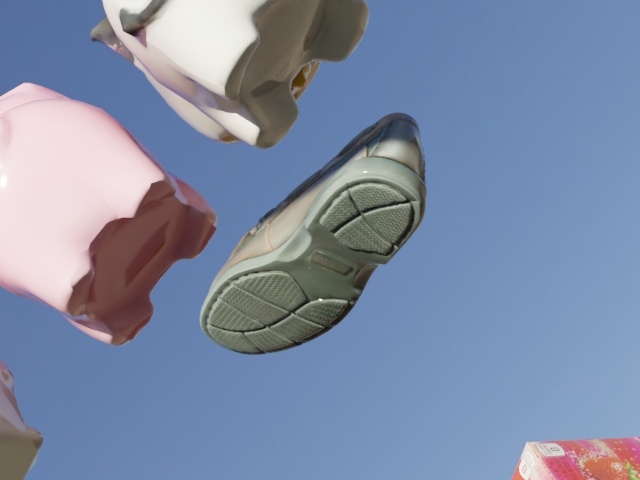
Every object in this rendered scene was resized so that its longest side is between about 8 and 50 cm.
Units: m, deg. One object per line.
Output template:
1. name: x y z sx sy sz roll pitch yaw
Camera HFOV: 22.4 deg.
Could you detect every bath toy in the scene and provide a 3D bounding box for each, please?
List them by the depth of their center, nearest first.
1. bath toy: -0.094 -0.033 0.610 0.348 0.129 0.151 -52 -20 -9

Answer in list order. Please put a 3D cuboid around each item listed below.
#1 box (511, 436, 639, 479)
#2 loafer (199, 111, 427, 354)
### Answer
1. box: 0.229 0.267 1.137 0.122 0.257 0.128 1 -56 -25
2. loafer: 0.000 0.000 1.239 0.267 0.096 0.084 -41 25 45
